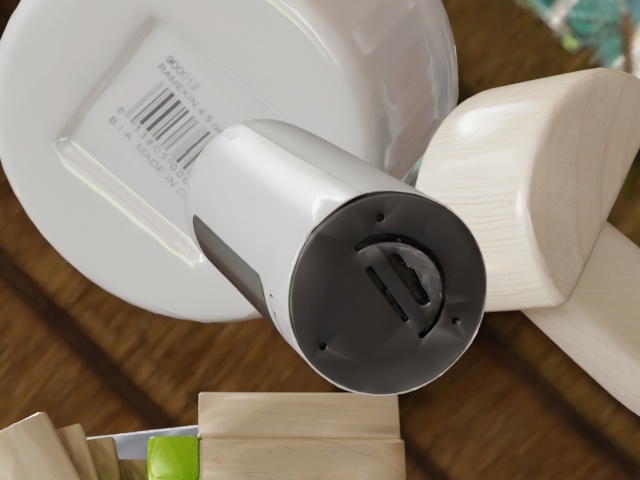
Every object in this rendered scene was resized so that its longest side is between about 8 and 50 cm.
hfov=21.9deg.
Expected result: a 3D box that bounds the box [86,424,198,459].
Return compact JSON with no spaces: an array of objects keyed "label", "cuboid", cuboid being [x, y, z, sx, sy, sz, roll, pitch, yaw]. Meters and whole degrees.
[{"label":"box","cuboid":[-0.137,0.295,1.204,0.312,0.343,0.179,47,-136,-41]}]

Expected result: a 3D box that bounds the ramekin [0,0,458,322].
[{"label":"ramekin","cuboid":[-0.065,-0.084,1.015,0.277,0.277,0.135,41,-148,-4]}]

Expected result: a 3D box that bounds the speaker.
[{"label":"speaker","cuboid":[0.000,0.000,0.476,0.055,0.055,0.136,31,-178,-20]}]

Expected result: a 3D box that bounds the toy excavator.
[{"label":"toy excavator","cuboid":[0.287,0.047,0.924,0.445,0.222,0.433,-35,-72,-37]}]

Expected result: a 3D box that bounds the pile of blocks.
[{"label":"pile of blocks","cuboid":[-0.124,0.171,0.665,0.362,0.113,0.149,-22,-117,-16]}]
